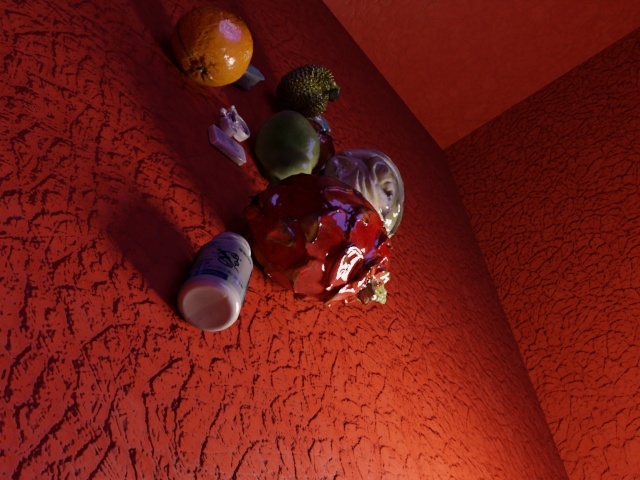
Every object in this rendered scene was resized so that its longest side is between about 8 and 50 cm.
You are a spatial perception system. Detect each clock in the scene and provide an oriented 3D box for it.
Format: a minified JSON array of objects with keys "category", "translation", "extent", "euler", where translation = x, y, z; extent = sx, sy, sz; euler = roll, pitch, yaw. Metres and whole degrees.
[{"category":"clock","translation":[-0.216,-0.285,1.758],"extent":[0.087,0.041,0.129],"euler":[62,15,-1]}]

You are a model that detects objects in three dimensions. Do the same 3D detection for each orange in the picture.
[{"category":"orange","translation":[-0.259,-0.457,1.704],"extent":[0.193,0.193,0.161],"euler":[49,35,-23]}]

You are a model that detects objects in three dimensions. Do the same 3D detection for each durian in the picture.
[{"category":"durian","translation":[-0.049,-0.450,2.148],"extent":[0.159,0.198,0.146],"euler":[19,49,-28]}]

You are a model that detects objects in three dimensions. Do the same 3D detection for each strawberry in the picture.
[{"category":"strawberry","translation":[-0.035,-0.211,1.951],"extent":[0.174,0.098,0.228],"euler":[2,61,-26]}]

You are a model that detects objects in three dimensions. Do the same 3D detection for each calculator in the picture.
[{"category":"calculator","translation":[-0.008,-0.414,2.448],"extent":[0.141,0.019,0.094],"euler":[29,33,-52]}]

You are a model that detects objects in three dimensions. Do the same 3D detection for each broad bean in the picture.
[{"category":"broad bean","translation":[-0.087,-0.227,1.833],"extent":[0.100,0.169,0.228],"euler":[103,0,-61]}]

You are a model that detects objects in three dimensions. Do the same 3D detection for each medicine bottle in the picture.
[{"category":"medicine bottle","translation":[-0.178,0.064,1.258],"extent":[0.107,0.107,0.191],"euler":[50,22,-20]}]

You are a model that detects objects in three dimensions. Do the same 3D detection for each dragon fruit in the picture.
[{"category":"dragon fruit","translation":[0.000,0.000,1.540],"extent":[0.342,0.277,0.277],"euler":[45,21,-1]}]

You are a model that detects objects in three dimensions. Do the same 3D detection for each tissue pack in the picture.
[{"category":"tissue pack","translation":[-0.219,-0.224,1.690],"extent":[0.108,0.023,0.056],"euler":[36,30,-47]}]

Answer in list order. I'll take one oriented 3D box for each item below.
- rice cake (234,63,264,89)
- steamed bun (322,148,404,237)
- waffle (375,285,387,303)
[{"category":"rice cake","translation":[-0.233,-0.464,1.938],"extent":[0.069,0.063,0.206],"euler":[57,18,14]},{"category":"steamed bun","translation":[0.117,-0.102,1.892],"extent":[0.275,0.206,0.320],"euler":[44,52,-55]},{"category":"waffle","translation":[0.125,0.093,2.013],"extent":[0.183,0.036,0.169],"euler":[36,33,-42]}]
